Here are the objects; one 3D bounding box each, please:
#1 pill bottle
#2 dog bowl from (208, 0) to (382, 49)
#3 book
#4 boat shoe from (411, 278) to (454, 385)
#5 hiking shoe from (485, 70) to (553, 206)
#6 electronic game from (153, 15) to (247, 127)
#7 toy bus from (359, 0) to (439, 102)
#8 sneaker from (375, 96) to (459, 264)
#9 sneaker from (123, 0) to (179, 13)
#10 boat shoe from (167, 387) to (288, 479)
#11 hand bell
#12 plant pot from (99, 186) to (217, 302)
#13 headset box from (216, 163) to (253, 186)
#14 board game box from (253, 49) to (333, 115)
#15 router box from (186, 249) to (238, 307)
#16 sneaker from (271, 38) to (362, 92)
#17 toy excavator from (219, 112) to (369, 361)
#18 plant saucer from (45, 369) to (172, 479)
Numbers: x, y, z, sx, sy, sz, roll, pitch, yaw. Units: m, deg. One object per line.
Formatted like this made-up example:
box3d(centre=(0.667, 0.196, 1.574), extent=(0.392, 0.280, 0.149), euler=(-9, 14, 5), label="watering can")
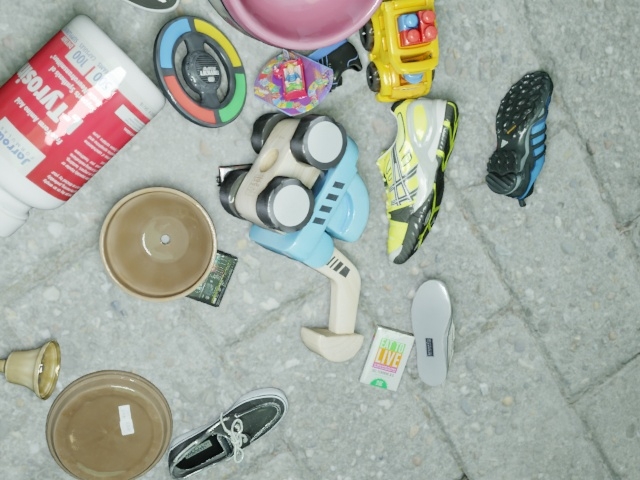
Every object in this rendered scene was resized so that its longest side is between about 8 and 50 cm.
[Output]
box3d(centre=(-0.513, -0.209, 1.282), extent=(0.407, 0.229, 0.229), euler=(-45, 106, -1), label="pill bottle")
box3d(centre=(-0.036, -0.551, 1.286), extent=(0.407, 0.150, 0.408), euler=(-10, 127, -13), label="dog bowl")
box3d(centre=(0.159, 0.284, 1.631), extent=(0.096, 0.035, 0.144), euler=(16, 98, -11), label="book")
box3d(centre=(0.279, 0.212, 1.610), extent=(0.096, 0.088, 0.268), euler=(0, 106, 26), label="boat shoe")
box3d(centre=(0.475, -0.242, 1.578), extent=(0.132, 0.113, 0.304), euler=(20, 90, -45), label="hiking shoe")
box3d(centre=(-0.237, -0.339, 1.356), extent=(0.229, 0.048, 0.230), euler=(15, 70, -46), label="electronic game")
box3d(centre=(0.186, -0.404, 1.412), extent=(0.149, 0.211, 0.221), euler=(-12, 104, -12), label="toy bus")
box3d(centre=(0.199, -0.134, 1.519), extent=(0.147, 0.145, 0.385), euler=(18, 108, 18), label="sneaker")
box3d(centre=(-0.397, -0.549, 1.287), extent=(0.295, 0.147, 0.105), euler=(38, 89, -18), label="sneaker")
box3d(centre=(-0.209, 0.445, 1.538), extent=(0.306, 0.105, 0.113), euler=(-23, 105, -7), label="boat shoe")
box3d(centre=(-0.687, 0.260, 1.413), extent=(0.241, 0.126, 0.126), euler=(6, 99, -1), label="hand bell")
box3d(centre=(-0.332, 0.004, 1.417), extent=(0.237, 0.110, 0.238), euler=(0, 97, -4), label="plant pot")
box3d(centre=(-0.186, -0.133, 1.471), extent=(0.083, 0.032, 0.062), euler=(-6, 102, -13), label="headset box")
box3d(centre=(-0.061, -0.328, 1.359), extent=(0.168, 0.033, 0.133), euler=(32, 76, 27), label="board game box")
box3d(centre=(-0.248, 0.078, 1.494), extent=(0.092, 0.038, 0.123), euler=(22, 95, -16), label="router box")
box3d(centre=(-0.015, -0.345, 1.444), extent=(0.232, 0.081, 0.091), euler=(-36, 99, -5), label="sneaker")
box3d(centre=(0.000, 0.000, 1.450), extent=(0.445, 0.222, 0.433), euler=(34, 80, -34), label="toy excavator")
box3d(centre=(-0.473, 0.428, 1.512), extent=(0.277, 0.041, 0.278), euler=(-2, 100, -12), label="plant saucer")
